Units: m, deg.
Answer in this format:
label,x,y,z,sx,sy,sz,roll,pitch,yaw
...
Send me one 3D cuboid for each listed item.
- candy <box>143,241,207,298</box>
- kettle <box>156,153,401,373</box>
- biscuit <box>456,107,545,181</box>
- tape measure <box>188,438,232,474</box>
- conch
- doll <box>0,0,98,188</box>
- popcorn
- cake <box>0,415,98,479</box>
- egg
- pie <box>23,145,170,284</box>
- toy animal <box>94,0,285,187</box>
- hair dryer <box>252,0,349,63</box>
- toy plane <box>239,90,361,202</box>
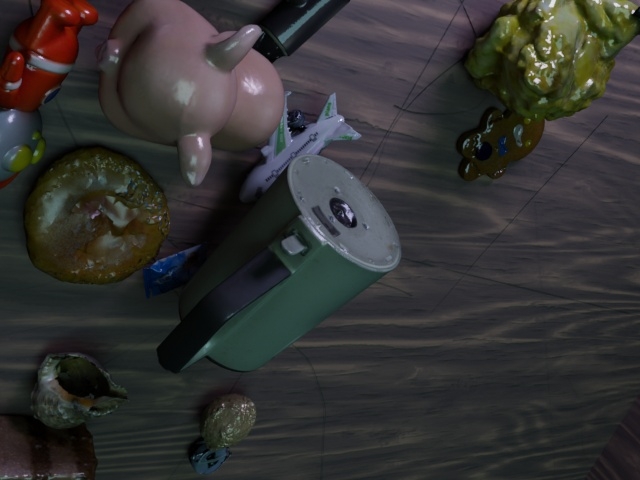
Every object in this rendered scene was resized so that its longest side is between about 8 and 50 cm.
label,x,y,z,sx,sy,sz,roll,pitch,yaw
candy,-0.277,0.057,1.316,0.136,0.038,0.088,-25,141,-30
kettle,-0.093,0.073,1.193,0.377,0.250,0.361,-43,178,30
biscuit,0.413,-0.226,1.552,0.236,0.039,0.180,-29,130,-14
tape measure,-0.262,0.504,1.615,0.094,0.054,0.091,-36,134,-18
conch,-0.460,0.281,1.289,0.130,0.207,0.155,-62,143,-46
doll,-0.425,-0.192,0.974,0.105,0.200,0.336,33,105,-10
popcorn,0.431,-0.366,1.334,0.293,0.237,0.293,-17,132,-20
cake,-0.597,0.446,1.290,0.293,0.196,0.199,19,107,-33
egg,-0.209,0.406,1.542,0.140,0.116,0.118,-33,103,-9
pie,-0.382,-0.032,1.179,0.273,0.069,0.273,-20,131,-25
toy animal,-0.183,-0.229,1.034,0.326,0.269,0.237,14,107,-40
hair dryer,-0.073,-0.395,1.075,0.195,0.078,0.248,-43,152,1
toy plane,-0.051,-0.159,1.273,0.255,0.101,0.251,-37,132,1
